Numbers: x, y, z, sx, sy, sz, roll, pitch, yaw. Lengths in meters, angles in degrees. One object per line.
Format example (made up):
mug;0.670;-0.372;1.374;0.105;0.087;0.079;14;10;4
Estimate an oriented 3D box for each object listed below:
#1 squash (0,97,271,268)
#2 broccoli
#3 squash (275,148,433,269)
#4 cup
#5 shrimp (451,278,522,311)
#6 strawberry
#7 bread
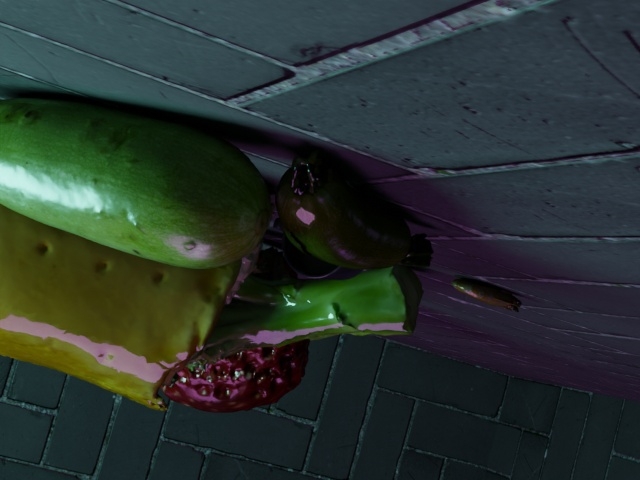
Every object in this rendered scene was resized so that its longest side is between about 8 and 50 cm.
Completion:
squash;-0.207;-0.065;1.015;0.370;0.118;0.118;17;175;25
broccoli;-0.096;0.089;1.618;0.353;0.275;0.397;-33;-148;-31
squash;0.019;-0.014;1.060;0.080;0.071;0.318;12;173;24
cup;0.000;0.000;1.247;0.100;0.078;0.077;24;-178;22
shrimp;0.216;0.069;1.564;0.108;0.023;0.059;19;-178;-34
strawberry;-0.149;0.146;2.067;0.317;0.295;0.345;30;153;-4
bread;-0.272;0.022;1.284;0.394;0.250;0.361;17;173;-8
